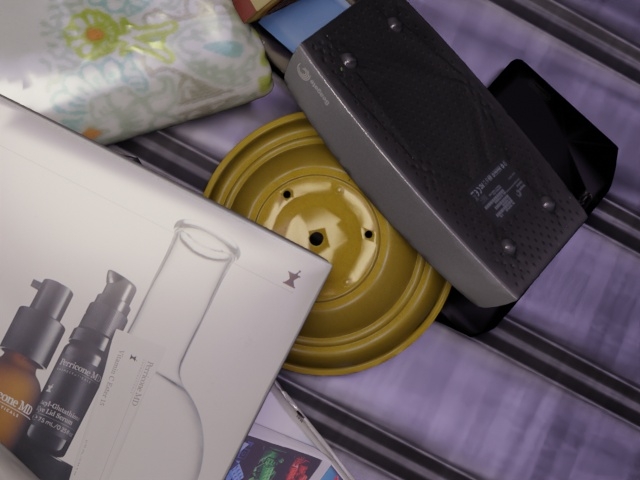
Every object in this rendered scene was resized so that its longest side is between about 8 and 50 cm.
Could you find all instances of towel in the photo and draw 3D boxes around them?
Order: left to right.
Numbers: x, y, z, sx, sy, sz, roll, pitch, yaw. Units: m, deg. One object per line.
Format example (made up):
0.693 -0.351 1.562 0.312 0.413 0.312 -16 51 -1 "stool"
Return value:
-0.244 -0.247 1.580 0.320 0.090 0.374 -18 86 -7 "towel"

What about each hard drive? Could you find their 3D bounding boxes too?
0.088 -0.073 1.564 0.254 0.054 0.172 49 38 -2 "hard drive"

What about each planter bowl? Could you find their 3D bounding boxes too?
0.000 0.000 1.575 0.217 0.090 0.217 0 88 6 "planter bowl"

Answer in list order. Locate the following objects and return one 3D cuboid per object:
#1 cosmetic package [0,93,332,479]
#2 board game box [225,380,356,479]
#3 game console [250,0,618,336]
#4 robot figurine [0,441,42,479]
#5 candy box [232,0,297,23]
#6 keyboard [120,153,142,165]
-0.221 0.057 1.476 0.377 0.097 0.284 26 89 -4 "cosmetic package"
-0.135 0.230 1.566 0.305 0.053 0.193 -38 90 -13 "board game box"
0.060 -0.104 1.653 0.361 0.044 0.213 41 77 -3 "game console"
-0.319 0.238 1.356 0.300 0.200 0.353 -35 117 10 "robot figurine"
0.029 -0.318 1.600 0.316 0.087 0.183 -29 89 -35 "candy box"
-0.212 0.007 1.558 0.108 0.023 0.180 14 107 -9 "keyboard"
